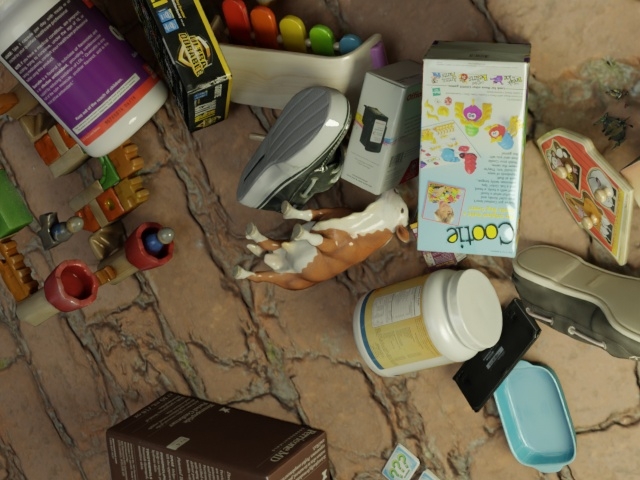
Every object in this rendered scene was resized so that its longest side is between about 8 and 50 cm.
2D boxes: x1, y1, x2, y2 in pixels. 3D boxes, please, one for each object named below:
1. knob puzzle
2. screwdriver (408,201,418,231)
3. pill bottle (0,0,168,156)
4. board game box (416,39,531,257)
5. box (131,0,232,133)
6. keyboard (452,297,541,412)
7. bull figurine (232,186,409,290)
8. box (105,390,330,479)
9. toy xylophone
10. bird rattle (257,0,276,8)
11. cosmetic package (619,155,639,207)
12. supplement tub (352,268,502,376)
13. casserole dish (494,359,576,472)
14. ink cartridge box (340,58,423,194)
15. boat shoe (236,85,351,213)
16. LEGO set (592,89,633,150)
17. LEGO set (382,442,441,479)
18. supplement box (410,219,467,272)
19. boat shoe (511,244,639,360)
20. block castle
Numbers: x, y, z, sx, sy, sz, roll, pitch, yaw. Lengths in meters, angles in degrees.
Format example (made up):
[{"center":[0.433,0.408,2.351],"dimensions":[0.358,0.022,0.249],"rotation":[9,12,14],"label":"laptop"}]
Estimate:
[{"center":[0.354,-0.074,1.547],"dimensions":[0.213,0.030,0.213],"rotation":[57,170,17],"label":"knob puzzle"},{"center":[0.163,-0.084,1.753],"dimensions":[0.024,0.025,0.170],"rotation":[30,130,21],"label":"screwdriver"},{"center":[-0.419,-0.307,1.873],"dimensions":[0.181,0.181,0.323],"rotation":[-29,110,38],"label":"pill bottle"},{"center":[0.218,-0.133,1.592],"dimensions":[0.144,0.142,0.275],"rotation":[5,111,11],"label":"board game box"},{"center":[-0.224,-0.321,1.752],"dimensions":[0.322,0.079,0.257],"rotation":[138,110,-82],"label":"box"},{"center":[0.270,0.171,1.747],"dimensions":[0.180,0.023,0.108],"rotation":[-57,42,26],"label":"keyboard"},{"center":[0.000,0.000,1.800],"dimensions":[0.310,0.188,0.101],"rotation":[-37,50,44],"label":"bull figurine"},{"center":[-0.191,0.407,2.064],"dimensions":[0.381,0.191,0.143],"rotation":[9,112,31],"label":"box"},{"center":[-0.043,-0.251,1.772],"dimensions":[0.322,0.081,0.236],"rotation":[18,142,21],"label":"toy xylophone"},{"center":[-0.091,-0.482,1.740],"dimensions":[0.253,0.143,0.207],"rotation":[-40,94,24],"label":"bird rattle"},{"center":[0.536,-0.009,1.450],"dimensions":[0.153,0.129,0.296],"rotation":[-33,88,37],"label":"cosmetic package"},{"center":[0.165,0.126,1.744],"dimensions":[0.199,0.144,0.144],"rotation":[-18,96,37],"label":"supplement tub"},{"center":[0.337,0.269,1.748],"dimensions":[0.114,0.037,0.189],"rotation":[-12,99,37],"label":"casserole dish"},{"center":[0.109,-0.173,1.683],"dimensions":[0.072,0.127,0.175],"rotation":[27,120,26],"label":"ink cartridge box"},{"center":[-0.018,-0.135,1.744],"dimensions":[0.335,0.119,0.121],"rotation":[-37,41,59],"label":"boat shoe"},{"center":[0.409,-0.167,1.550],"dimensions":[0.054,0.023,0.083],"rotation":[26,107,22],"label":"LEGO set"},{"center":[0.143,0.499,1.956],"dimensions":[0.182,0.060,0.244],"rotation":[40,125,20],"label":"LEGO set"},{"center":[0.185,0.000,1.748],"dimensions":[0.055,0.043,0.083],"rotation":[-19,95,37],"label":"supplement box"},{"center":[0.403,0.105,1.568],"dimensions":[0.335,0.112,0.096],"rotation":[31,142,47],"label":"boat shoe"},{"center":[-0.474,-0.105,1.998],"dimensions":[0.212,0.303,0.453],"rotation":[-30,90,37],"label":"block castle"}]
